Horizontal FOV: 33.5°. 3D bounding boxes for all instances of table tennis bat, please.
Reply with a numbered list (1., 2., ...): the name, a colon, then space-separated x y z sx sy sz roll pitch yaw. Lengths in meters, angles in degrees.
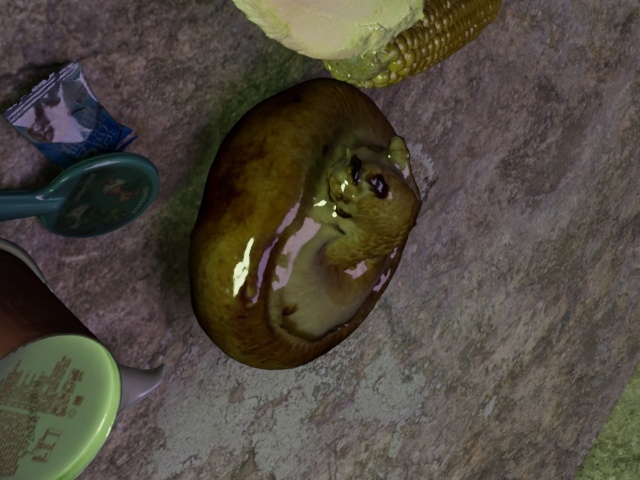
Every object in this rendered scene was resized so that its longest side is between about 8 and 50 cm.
1. table tennis bat: -0.253 -0.041 1.058 0.201 0.033 0.124 -8 146 -39

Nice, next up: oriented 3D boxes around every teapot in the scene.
1. teapot: -0.268 0.203 1.150 0.226 0.092 0.145 -53 179 -8

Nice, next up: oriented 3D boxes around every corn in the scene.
1. corn: 0.119 -0.268 1.244 0.347 0.130 0.130 -42 142 -49

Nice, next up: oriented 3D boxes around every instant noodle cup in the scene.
1. instant noodle cup: -0.312 0.130 0.999 0.235 0.178 0.234 -27 129 -37

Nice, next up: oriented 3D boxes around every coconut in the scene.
1. coconut: 0.005 -0.320 1.037 0.233 0.245 0.233 -4 128 -6

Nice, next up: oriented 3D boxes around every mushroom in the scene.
1. mushroom: 0.000 0.000 1.207 0.345 0.260 0.345 -29 131 -41

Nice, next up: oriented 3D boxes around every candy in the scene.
1. candy: -0.242 -0.112 1.042 0.088 0.038 0.136 -42 142 -7
